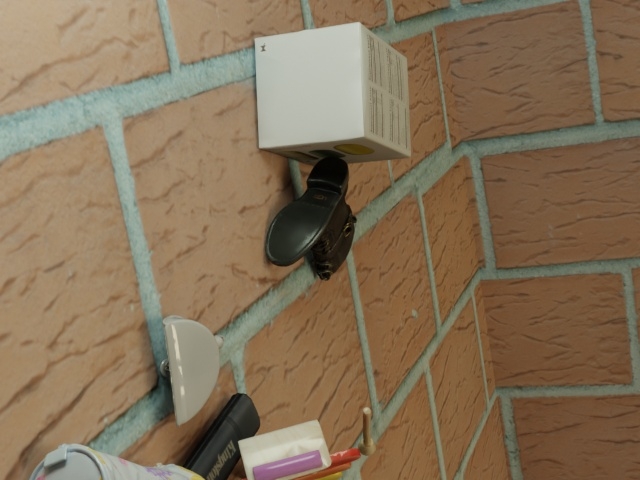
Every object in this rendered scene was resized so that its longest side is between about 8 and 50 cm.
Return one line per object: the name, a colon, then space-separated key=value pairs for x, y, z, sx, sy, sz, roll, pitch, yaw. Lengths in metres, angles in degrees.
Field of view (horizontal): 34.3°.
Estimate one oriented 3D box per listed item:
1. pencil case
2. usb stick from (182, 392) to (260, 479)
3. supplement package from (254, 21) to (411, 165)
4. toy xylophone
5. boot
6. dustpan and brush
pencil case: x=-0.226 y=0.313 z=1.221 sx=0.273 sy=0.113 sz=0.124 roll=37 pitch=47 yaw=-62
usb stick: x=-0.155 y=0.318 z=1.488 sx=0.278 sy=0.045 sz=0.077 roll=-53 pitch=134 yaw=-59
supplement package: x=0.027 y=-0.251 z=1.856 sx=0.262 sy=0.199 sz=0.198 roll=9 pitch=78 yaw=-68
toy xylophone: x=-0.023 y=0.334 z=1.519 sx=0.323 sy=0.236 sz=0.081 roll=73 pitch=0 yaw=-66
boot: x=0.000 y=0.000 z=1.880 sx=0.263 sy=0.091 sz=0.229 roll=-56 pitch=155 yaw=-30
dustpan and brush: x=-0.175 y=0.165 z=1.474 sx=0.211 sy=0.060 sz=0.147 roll=-19 pitch=104 yaw=-61
